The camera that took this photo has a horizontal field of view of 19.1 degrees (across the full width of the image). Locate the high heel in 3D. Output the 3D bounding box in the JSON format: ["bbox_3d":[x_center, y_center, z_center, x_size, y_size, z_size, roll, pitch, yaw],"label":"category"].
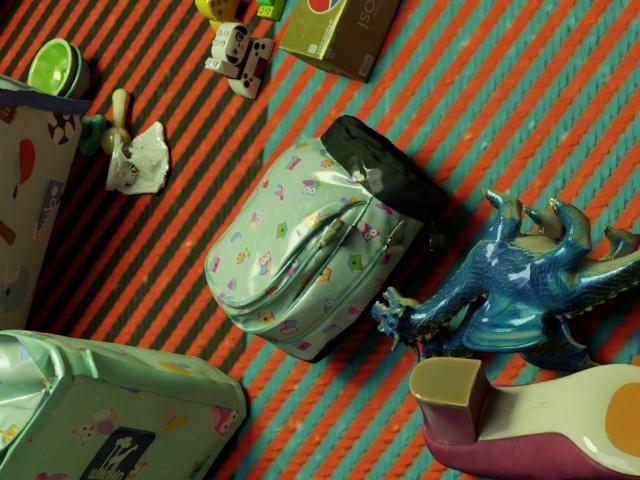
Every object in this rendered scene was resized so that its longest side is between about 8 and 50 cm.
[{"bbox_3d":[0.181,0.144,1.305,0.244,0.117,0.082,4,56,24],"label":"high heel"}]

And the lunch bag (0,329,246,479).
[{"bbox_3d":[-0.220,0.154,1.566,0.262,0.223,0.160,-19,65,37],"label":"lunch bag"}]

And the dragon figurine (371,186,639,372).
[{"bbox_3d":[0.155,0.047,1.334,0.289,0.085,0.144,13,84,52],"label":"dragon figurine"}]

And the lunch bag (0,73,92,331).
[{"bbox_3d":[-0.449,-0.039,1.790,0.385,0.239,0.327,17,94,22],"label":"lunch bag"}]

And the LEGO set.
[{"bbox_3d":[-0.079,-0.252,1.700,0.087,0.093,0.227,13,82,48],"label":"LEGO set"}]

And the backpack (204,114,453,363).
[{"bbox_3d":[0.000,0.000,1.474,0.182,0.115,0.152,-51,27,8],"label":"backpack"}]

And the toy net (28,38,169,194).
[{"bbox_3d":[-0.224,-0.098,1.814,0.122,0.045,0.232,-57,43,9],"label":"toy net"}]

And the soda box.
[{"bbox_3d":[0.036,-0.230,1.600,0.061,0.058,0.181,22,88,48],"label":"soda box"}]
